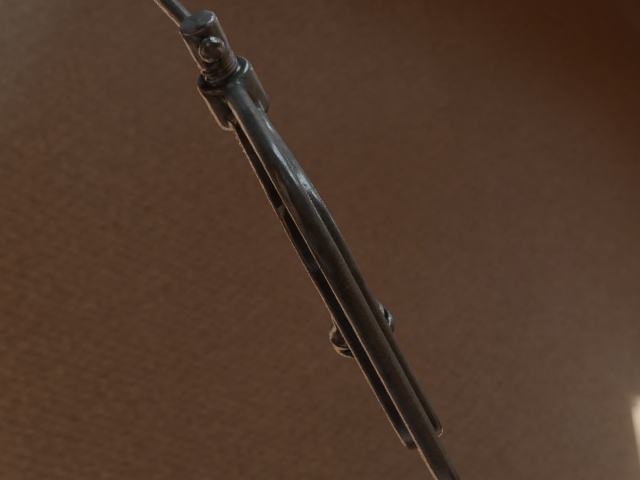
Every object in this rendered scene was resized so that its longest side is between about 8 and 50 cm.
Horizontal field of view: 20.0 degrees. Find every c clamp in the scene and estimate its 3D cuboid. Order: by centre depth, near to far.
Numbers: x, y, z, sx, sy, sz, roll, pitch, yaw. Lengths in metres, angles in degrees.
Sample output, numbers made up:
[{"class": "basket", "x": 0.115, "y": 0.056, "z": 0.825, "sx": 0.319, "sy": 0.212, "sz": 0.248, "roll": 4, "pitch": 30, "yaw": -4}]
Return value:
[{"class": "c clamp", "x": 0.000, "y": 0.000, "z": 0.544, "sx": 0.161, "sy": 0.022, "sz": 0.137, "roll": 62, "pitch": -4, "yaw": -31}]
